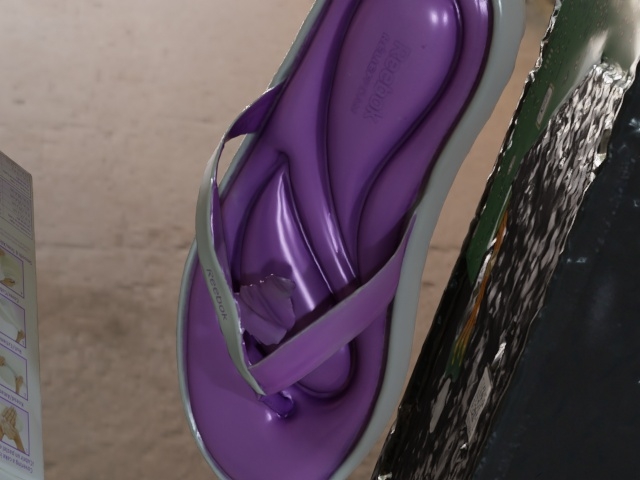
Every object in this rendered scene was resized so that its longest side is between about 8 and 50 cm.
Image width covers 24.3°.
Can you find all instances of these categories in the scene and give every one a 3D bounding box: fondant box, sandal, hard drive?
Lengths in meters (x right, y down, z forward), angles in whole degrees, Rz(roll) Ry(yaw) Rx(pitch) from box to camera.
[{"bbox_3d":[-0.368,0.091,1.289,0.238,0.096,0.330,-23,54,18],"label":"fondant box"},{"bbox_3d":[-0.013,-0.007,0.905,0.169,0.416,0.102,29,26,22],"label":"sandal"},{"bbox_3d":[0.089,0.025,0.545,0.064,0.339,0.237,19,13,-2],"label":"hard drive"}]
